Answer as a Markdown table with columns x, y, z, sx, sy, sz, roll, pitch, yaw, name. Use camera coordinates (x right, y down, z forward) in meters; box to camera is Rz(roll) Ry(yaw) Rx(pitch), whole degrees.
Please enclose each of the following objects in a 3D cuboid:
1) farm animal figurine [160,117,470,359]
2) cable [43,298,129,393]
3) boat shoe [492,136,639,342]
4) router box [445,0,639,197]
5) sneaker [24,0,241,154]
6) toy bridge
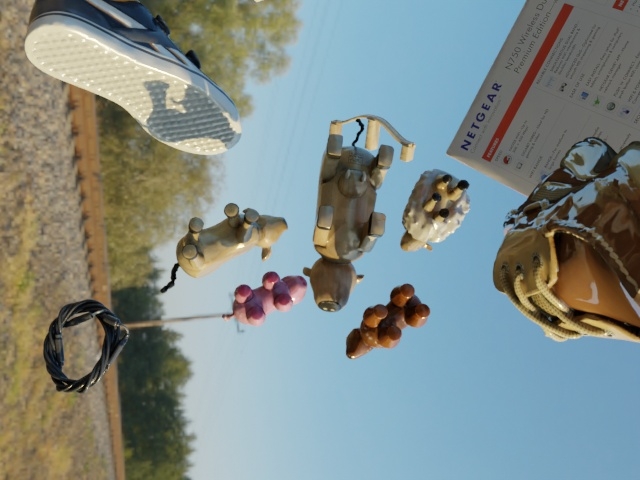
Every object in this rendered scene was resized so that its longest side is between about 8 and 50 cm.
| x | y | z | sx | sy | sz | roll | pitch | yaw | name |
| --- | --- | --- | --- | --- | --- | --- | --- | --- | --- |
| 0.000 | 0.000 | 0.991 | 0.326 | 0.330 | 0.172 | -64 | 180 | -18 | farm animal figurine |
| -0.471 | 0.208 | 1.431 | 0.184 | 0.151 | 0.047 | -57 | 172 | -3 | cable |
| 0.178 | 0.016 | 0.468 | 0.122 | 0.120 | 0.324 | 51 | 15 | 1 | boat shoe |
| 0.340 | -0.171 | 0.765 | 0.301 | 0.082 | 0.335 | 35 | -76 | 34 | router box |
| -0.234 | -0.237 | 0.993 | 0.126 | 0.321 | 0.127 | -30 | -130 | 29 | sneaker |
| 0.099 | -0.201 | 1.378 | 0.188 | 0.026 | 0.063 | 22 | -62 | 33 | toy bridge |
